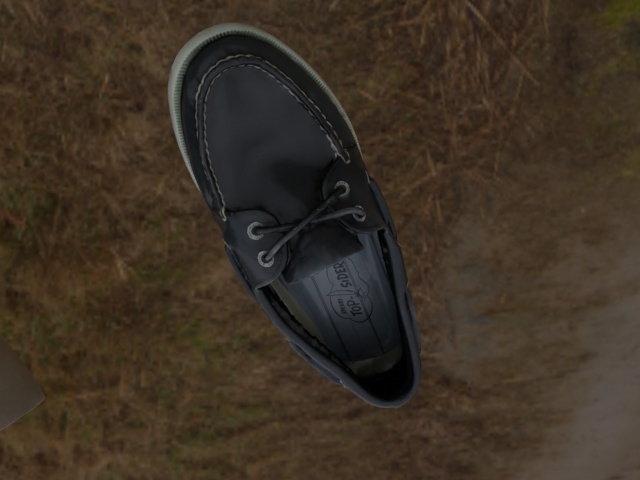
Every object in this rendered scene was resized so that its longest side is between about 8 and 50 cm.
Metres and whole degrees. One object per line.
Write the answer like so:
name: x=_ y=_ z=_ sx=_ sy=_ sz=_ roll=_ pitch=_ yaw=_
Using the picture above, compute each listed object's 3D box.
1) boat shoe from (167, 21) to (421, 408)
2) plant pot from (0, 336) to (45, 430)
boat shoe: x=-0.004 y=0.002 z=0.735 sx=0.127 sy=0.113 sz=0.340 roll=-24 pitch=126 yaw=-6
plant pot: x=-0.427 y=0.129 z=0.911 sx=0.284 sy=0.191 sz=0.284 roll=-27 pitch=-176 yaw=2
